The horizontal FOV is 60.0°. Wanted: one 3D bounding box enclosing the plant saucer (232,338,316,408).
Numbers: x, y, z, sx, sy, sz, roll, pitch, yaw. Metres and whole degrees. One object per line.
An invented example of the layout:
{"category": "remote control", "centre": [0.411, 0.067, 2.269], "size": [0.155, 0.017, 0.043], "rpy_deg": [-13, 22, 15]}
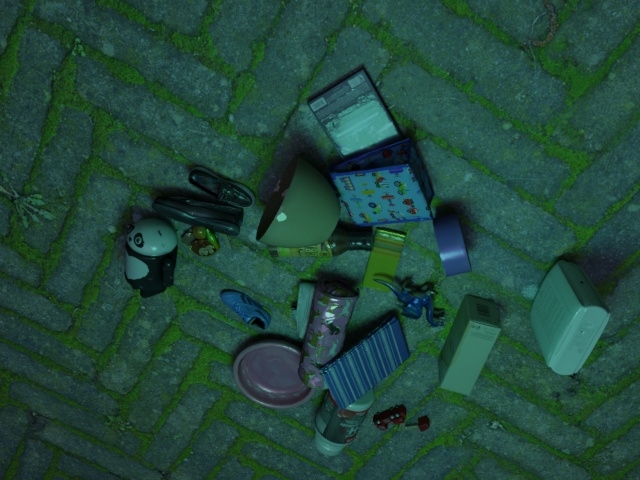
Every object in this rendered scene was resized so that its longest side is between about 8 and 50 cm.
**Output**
{"category": "plant saucer", "centre": [-0.168, 0.502, 2.134], "size": [0.332, 0.084, 0.332], "rpy_deg": [4, 119, 7]}

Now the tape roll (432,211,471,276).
{"category": "tape roll", "centre": [0.409, 0.013, 1.719], "size": [0.080, 0.189, 0.189], "rpy_deg": [-15, 116, 15]}

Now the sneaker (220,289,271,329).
{"category": "sneaker", "centre": [-0.273, 0.253, 2.011], "size": [0.209, 0.082, 0.069], "rpy_deg": [32, 120, -8]}

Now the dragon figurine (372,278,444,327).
{"category": "dragon figurine", "centre": [0.309, 0.215, 1.888], "size": [0.289, 0.085, 0.144], "rpy_deg": [10, 109, -13]}

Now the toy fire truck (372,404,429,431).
{"category": "toy fire truck", "centre": [0.321, 0.722, 2.208], "size": [0.192, 0.047, 0.135], "rpy_deg": [-28, 113, 22]}

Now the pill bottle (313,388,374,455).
{"category": "pill bottle", "centre": [0.077, 0.680, 2.145], "size": [0.176, 0.176, 0.318], "rpy_deg": [18, 120, -2]}

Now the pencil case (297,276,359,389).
{"category": "pencil case", "centre": [0.024, 0.326, 1.923], "size": [0.167, 0.160, 0.386], "rpy_deg": [4, 109, -24]}

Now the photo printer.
{"category": "photo printer", "centre": [0.756, 0.224, 1.719], "size": [0.107, 0.307, 0.256], "rpy_deg": [14, 117, -1]}

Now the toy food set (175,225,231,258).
{"category": "toy food set", "centre": [-0.413, 0.007, 1.916], "size": [0.192, 0.038, 0.132], "rpy_deg": [-12, 117, 14]}

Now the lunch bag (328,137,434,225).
{"category": "lunch bag", "centre": [0.172, -0.153, 1.691], "size": [0.293, 0.138, 0.221], "rpy_deg": [-12, 130, 25]}

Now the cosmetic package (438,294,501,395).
{"category": "cosmetic package", "centre": [0.509, 0.362, 1.919], "size": [0.113, 0.160, 0.309], "rpy_deg": [15, 119, 1]}

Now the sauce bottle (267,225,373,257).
{"category": "sauce bottle", "centre": [0.000, 0.000, 1.814], "size": [0.344, 0.111, 0.111], "rpy_deg": [-1, 119, 9]}

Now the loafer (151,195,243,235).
{"category": "loafer", "centre": [-0.402, -0.099, 1.839], "size": [0.302, 0.095, 0.109], "rpy_deg": [17, 162, 0]}

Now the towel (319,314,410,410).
{"category": "towel", "centre": [0.165, 0.431, 1.955], "size": [0.336, 0.040, 0.243], "rpy_deg": [-34, 129, -15]}

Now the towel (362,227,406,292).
{"category": "towel", "centre": [0.213, 0.067, 1.876], "size": [0.102, 0.021, 0.237], "rpy_deg": [14, 120, 4]}

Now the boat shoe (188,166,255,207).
{"category": "boat shoe", "centre": [-0.321, -0.163, 1.787], "size": [0.228, 0.076, 0.080], "rpy_deg": [30, 119, -9]}

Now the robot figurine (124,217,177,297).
{"category": "robot figurine", "centre": [-0.581, 0.060, 1.891], "size": [0.209, 0.173, 0.278], "rpy_deg": [13, 120, -2]}

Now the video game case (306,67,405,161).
{"category": "video game case", "centre": [0.114, -0.345, 1.656], "size": [0.196, 0.026, 0.274], "rpy_deg": [-27, 113, 21]}

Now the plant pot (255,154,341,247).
{"category": "plant pot", "centre": [-0.051, -0.089, 1.684], "size": [0.191, 0.284, 0.284], "rpy_deg": [26, 119, -14]}

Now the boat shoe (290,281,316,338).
{"category": "boat shoe", "centre": [-0.064, 0.246, 1.987], "size": [0.081, 0.079, 0.227], "rpy_deg": [17, 115, 9]}
